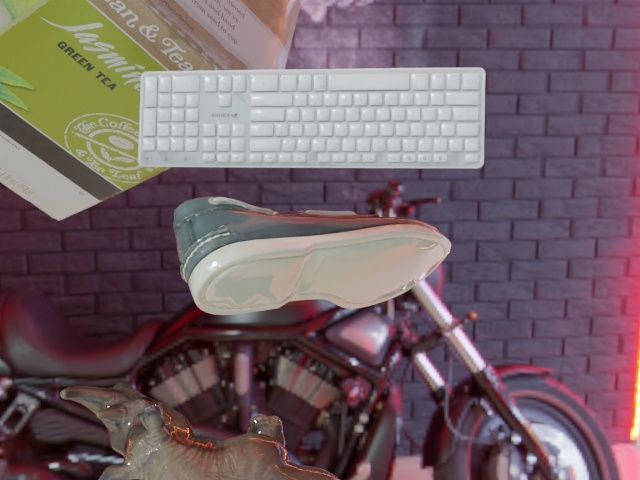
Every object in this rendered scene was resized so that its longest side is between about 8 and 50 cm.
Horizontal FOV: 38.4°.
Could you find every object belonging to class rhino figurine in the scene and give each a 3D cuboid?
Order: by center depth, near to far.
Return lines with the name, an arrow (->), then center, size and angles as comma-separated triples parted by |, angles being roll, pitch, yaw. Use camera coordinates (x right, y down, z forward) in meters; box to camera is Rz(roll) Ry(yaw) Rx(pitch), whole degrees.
rhino figurine -> -0.043, 0.146, 0.535 | 0.243, 0.073, 0.106 | 34, 7, -14

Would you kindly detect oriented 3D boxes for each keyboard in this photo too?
keyboard -> -0.010, -0.089, 0.671 | 0.255, 0.072, 0.014 | 1, 4, 9

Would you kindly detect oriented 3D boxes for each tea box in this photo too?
tea box -> -0.243, -0.229, 0.846 | 0.323, 0.220, 0.329 | -21, -45, 36

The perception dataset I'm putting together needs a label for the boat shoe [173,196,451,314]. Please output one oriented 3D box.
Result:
boat shoe -> 0.000, 0.000, 0.896 | 0.319, 0.116, 0.099 | -3, 48, -41
